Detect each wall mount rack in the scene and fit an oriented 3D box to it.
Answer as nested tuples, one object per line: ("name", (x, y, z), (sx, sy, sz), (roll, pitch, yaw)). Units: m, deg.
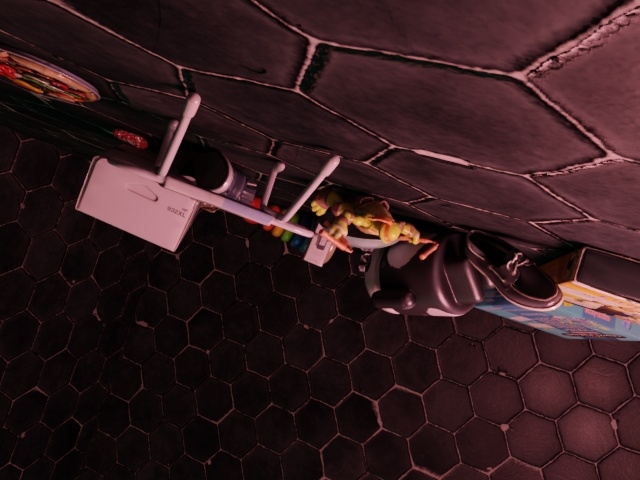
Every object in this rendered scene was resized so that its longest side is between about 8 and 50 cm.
("wall mount rack", (-0.135, -0.110, 0.898), (0.349, 0.131, 0.304), (19, -179, -20))

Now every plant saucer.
("plant saucer", (0.088, -0.018, 1.228), (0.194, 0.038, 0.195), (7, -162, -2))

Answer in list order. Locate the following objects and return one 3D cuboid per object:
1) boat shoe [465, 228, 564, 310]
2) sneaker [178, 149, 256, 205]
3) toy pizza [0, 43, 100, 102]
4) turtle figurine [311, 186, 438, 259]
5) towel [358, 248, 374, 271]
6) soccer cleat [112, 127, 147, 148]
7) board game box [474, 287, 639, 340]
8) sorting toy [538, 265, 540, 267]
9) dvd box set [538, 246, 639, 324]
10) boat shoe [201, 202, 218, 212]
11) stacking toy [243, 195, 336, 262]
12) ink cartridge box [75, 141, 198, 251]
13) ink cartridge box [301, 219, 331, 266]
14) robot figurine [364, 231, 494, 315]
("boat shoe", (0.323, 0.047, 1.005), (0.206, 0.075, 0.065), (44, 170, 47))
("sneaker", (-0.189, -0.118, 1.234), (0.163, 0.086, 0.226), (31, 179, -34))
("toy pizza", (-0.452, -0.257, 0.926), (0.201, 0.032, 0.201), (19, 177, 1))
("turtle figurine", (0.074, -0.043, 1.080), (0.269, 0.087, 0.217), (2, -163, -34))
("towel", (0.252, 0.085, 2.124), (0.234, 0.122, 0.283), (17, 177, 7))
("soccer cleat", (-0.435, -0.235, 1.341), (0.083, 0.029, 0.035), (19, -167, -40))
("board game box", (0.599, 0.171, 1.474), (0.335, 0.079, 0.253), (19, 165, -22))
("sorting toy", (0.462, 0.059, 1.301), (0.083, 0.012, 0.062), (18, 177, 15))
("dvd box set", (0.558, 0.103, 1.026), (0.307, 0.062, 0.420), (18, 177, 12))
("boat shoe", (-0.350, -0.143, 1.848), (0.116, 0.097, 0.324), (19, 177, -8))
("stacking toy", (-0.105, -0.048, 1.915), (0.330, 0.141, 0.141), (25, 176, -12))
("ink cartridge box", (-0.382, -0.114, 1.329), (0.223, 0.129, 0.307), (25, -167, -10))
("ink cartridge box", (0.000, 0.000, 1.816), (0.063, 0.151, 0.109), (23, 177, -5))
("robot figurine", (0.219, 0.069, 1.218), (0.209, 0.174, 0.278), (16, 165, -40))
